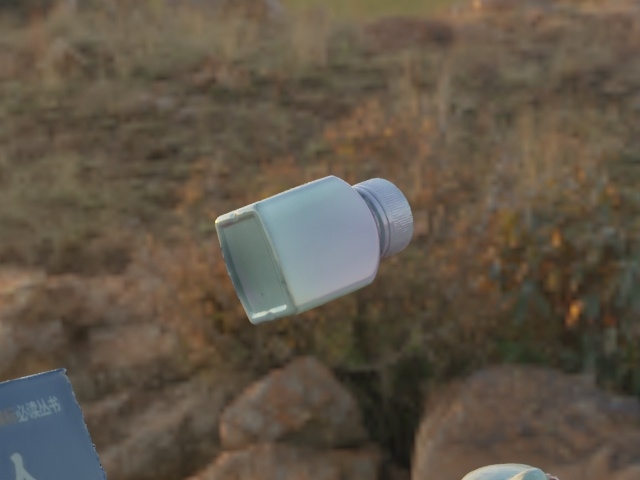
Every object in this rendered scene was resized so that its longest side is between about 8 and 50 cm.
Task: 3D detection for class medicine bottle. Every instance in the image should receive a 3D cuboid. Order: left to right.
[{"bbox_3d":[0.000,0.000,1.137,0.118,0.074,0.055,-22,1,-39],"label":"medicine bottle"}]

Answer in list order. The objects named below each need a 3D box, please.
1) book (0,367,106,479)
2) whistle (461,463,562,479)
[{"bbox_3d":[-0.250,0.331,1.493,0.039,0.428,0.300,-26,-8,36],"label":"book"},{"bbox_3d":[0.103,0.177,0.977,0.102,0.106,0.253,-43,-7,9],"label":"whistle"}]
